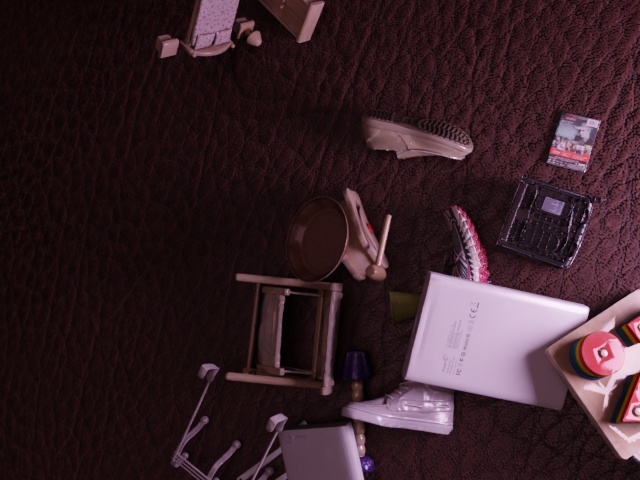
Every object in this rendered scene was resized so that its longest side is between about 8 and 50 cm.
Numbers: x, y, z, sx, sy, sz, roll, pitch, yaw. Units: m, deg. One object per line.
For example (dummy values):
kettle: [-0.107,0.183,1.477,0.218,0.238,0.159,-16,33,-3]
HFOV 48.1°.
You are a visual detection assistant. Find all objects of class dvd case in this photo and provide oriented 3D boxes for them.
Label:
dvd case: [0.563,-0.219,1.598,0.087,0.013,0.120,17,92,19]

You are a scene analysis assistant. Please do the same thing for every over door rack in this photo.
over door rack: [-0.217,0.481,1.743,0.239,0.108,0.324,31,114,22]

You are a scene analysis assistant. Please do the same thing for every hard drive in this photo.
hard drive: [0.016,0.581,1.661,0.203,0.040,0.308,-14,87,35]
hard drive: [0.370,0.214,1.523,0.352,0.047,0.233,12,97,-6]

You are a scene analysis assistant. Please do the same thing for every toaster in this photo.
toaster: [0.496,-0.035,1.555,0.185,0.110,0.168,20,93,20]

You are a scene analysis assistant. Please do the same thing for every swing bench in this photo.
swing bench: [-0.073,0.216,1.707,0.254,0.165,0.253,6,87,12]

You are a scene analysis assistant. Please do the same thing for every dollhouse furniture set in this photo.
dollhouse furniture set: [-0.177,-0.551,1.694,0.174,0.355,0.303,47,139,17]

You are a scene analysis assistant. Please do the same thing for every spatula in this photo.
spatula: [-0.083,0.579,1.754,0.242,0.019,0.168,-40,75,12]

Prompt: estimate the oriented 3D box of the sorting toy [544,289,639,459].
sorting toy: [0.636,0.259,1.440,0.255,0.089,0.257,-29,76,-12]

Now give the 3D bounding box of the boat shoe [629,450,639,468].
boat shoe: [0.755,0.487,1.423,0.319,0.116,0.099,22,136,20]

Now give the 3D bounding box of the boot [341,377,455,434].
boot: [0.178,0.357,1.617,0.258,0.095,0.124,10,81,-11]

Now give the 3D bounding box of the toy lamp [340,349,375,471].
toy lamp: [0.086,0.396,1.679,0.080,0.080,0.275,-3,84,19]

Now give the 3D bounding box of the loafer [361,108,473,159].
loafer: [0.222,-0.235,1.677,0.268,0.102,0.092,18,125,13]

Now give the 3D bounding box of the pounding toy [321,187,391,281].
pounding toy: [0.116,-0.009,1.675,0.154,0.154,0.270,-27,59,15]

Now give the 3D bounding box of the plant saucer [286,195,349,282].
plant saucer: [0.000,0.000,1.625,0.198,0.036,0.199,-17,66,43]

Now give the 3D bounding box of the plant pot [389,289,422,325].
plant pot: [0.203,0.151,1.664,0.079,0.083,0.083,-8,83,6]

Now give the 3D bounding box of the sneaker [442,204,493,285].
sneaker: [0.317,0.067,1.604,0.112,0.121,0.299,-14,82,20]
